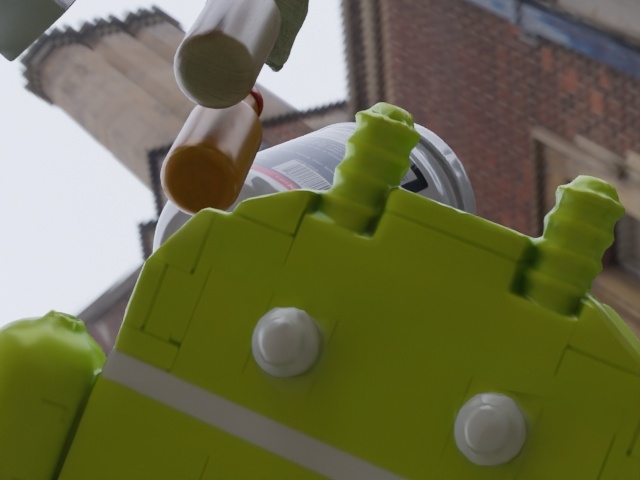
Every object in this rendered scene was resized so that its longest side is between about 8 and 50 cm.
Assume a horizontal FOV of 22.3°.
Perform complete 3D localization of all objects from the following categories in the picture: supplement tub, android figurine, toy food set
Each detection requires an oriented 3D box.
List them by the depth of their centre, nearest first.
[{"bbox_3d":[0.002,0.099,0.461,0.272,0.248,0.056,-67,-18,3],"label":"android figurine"},{"bbox_3d":[-0.094,-0.134,0.780,0.111,0.104,0.232,-39,-75,24],"label":"toy food set"},{"bbox_3d":[0.000,0.000,1.469,0.272,0.191,0.191,-24,-55,-49],"label":"supplement tub"}]

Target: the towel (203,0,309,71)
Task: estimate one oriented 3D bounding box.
[{"bbox_3d":[-0.046,-0.207,1.350,0.148,0.027,0.110,24,-97,-64],"label":"towel"}]
